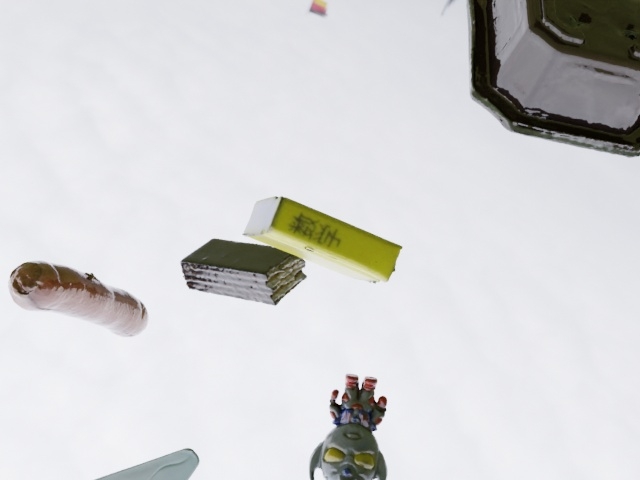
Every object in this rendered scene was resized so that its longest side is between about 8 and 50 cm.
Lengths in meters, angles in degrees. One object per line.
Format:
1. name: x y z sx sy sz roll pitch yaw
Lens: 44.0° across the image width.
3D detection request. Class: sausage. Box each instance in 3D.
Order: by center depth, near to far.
1. sausage: -0.431 0.109 1.448 0.094 0.094 0.419 5 167 16

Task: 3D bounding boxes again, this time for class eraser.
1. eraser: 0.000 0.000 1.251 0.226 0.069 0.158 22 174 -18

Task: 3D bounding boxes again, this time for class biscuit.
1. biscuit: -0.146 0.056 1.514 0.252 0.070 0.106 6 -149 37

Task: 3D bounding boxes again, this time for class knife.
1. knife: -0.272 0.287 0.821 0.331 0.080 0.044 -15 -177 10

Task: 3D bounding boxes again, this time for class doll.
1. doll: 0.044 0.283 1.093 0.104 0.194 0.062 9 180 -17

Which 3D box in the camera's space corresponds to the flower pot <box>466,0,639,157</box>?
1. flower pot: 0.226 -0.198 0.697 0.179 0.084 0.250 11 -129 -6
